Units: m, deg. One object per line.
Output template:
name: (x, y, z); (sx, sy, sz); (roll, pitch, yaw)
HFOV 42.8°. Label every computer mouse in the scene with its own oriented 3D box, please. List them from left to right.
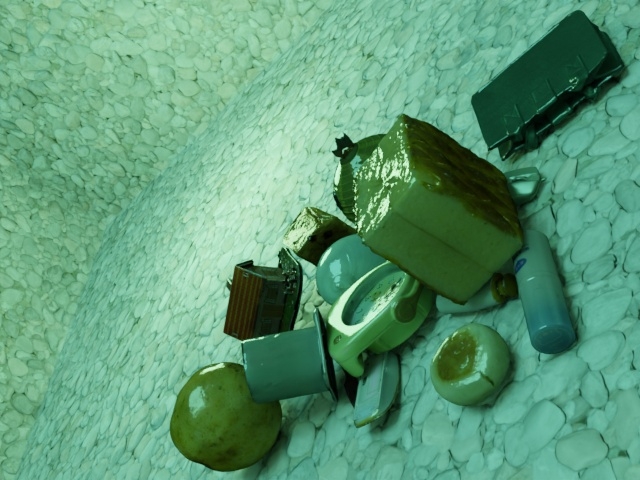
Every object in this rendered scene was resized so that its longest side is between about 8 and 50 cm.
computer mouse: (0.116, 0.311, 1.706); (0.102, 0.045, 0.199); (-37, 23, 30)
computer mouse: (0.396, -0.106, 1.733); (0.182, 0.056, 0.089); (-26, 42, 45)

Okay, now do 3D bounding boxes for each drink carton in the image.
drink carton: (-0.065, 0.280, 1.811); (0.190, 0.191, 0.185); (-15, 62, 2)

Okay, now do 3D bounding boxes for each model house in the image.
model house: (-0.157, 0.170, 2.095); (0.207, 0.154, 0.293); (-132, 50, -65)

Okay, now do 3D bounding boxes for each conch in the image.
conch: (0.081, 0.063, 2.021); (0.185, 0.121, 0.221); (14, 62, 32)

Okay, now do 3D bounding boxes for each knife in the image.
knife: (0.064, 0.312, 1.834); (0.035, 0.018, 0.247); (-44, 28, 15)

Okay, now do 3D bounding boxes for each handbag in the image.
handbag: (0.496, -0.340, 1.809); (0.326, 0.089, 0.238); (-38, 30, 28)

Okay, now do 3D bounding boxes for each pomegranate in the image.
pomegranate: (-0.219, 0.414, 1.925); (0.260, 0.260, 0.260); (-40, 29, 28)

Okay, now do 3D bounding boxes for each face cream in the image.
face cream: (0.309, 0.107, 1.623); (0.182, 0.051, 0.072); (-21, 39, 48)
face cream: (0.395, 0.088, 1.469); (0.077, 0.077, 0.250); (-40, 29, 29)

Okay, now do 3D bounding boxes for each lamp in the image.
lamp: (0.135, -0.154, 1.976); (0.250, 0.284, 0.250); (-37, 28, 23)

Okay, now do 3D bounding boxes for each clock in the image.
clock: (0.148, 0.139, 1.774); (0.308, 0.096, 0.235); (-40, 17, 16)

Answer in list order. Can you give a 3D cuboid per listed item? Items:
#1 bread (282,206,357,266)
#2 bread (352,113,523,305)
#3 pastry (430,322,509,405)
bread: (0.000, 0.000, 2.185); (0.149, 0.143, 0.158); (-58, 29, -6)
bread: (0.223, -0.068, 1.599); (0.207, 0.279, 0.279); (-49, 19, 29)
pastry: (0.275, 0.230, 1.489); (0.156, 0.092, 0.156); (-42, 29, 31)
